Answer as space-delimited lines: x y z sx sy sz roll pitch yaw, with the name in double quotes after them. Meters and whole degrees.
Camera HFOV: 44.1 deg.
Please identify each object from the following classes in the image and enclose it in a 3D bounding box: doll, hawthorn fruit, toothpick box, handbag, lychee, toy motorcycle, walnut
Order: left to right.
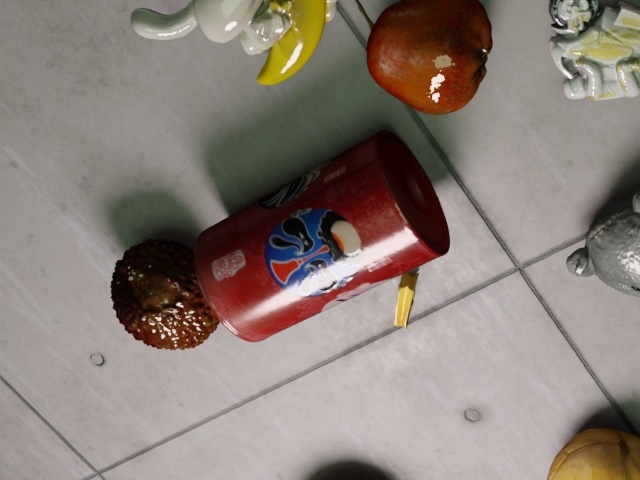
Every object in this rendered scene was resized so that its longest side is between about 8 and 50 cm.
-0.245 0.093 1.314 0.188 0.188 0.188 5 120 9 "lychee"
-0.101 -0.334 1.079 0.237 0.111 0.252 27 121 -22 "doll"
0.000 0.000 1.188 0.333 0.204 0.204 -28 110 25 "toothpick box"
0.139 0.097 1.295 0.027 0.061 0.083 11 122 10 "handbag"
0.123 -0.259 1.058 0.204 0.162 0.162 15 122 21 "hawthorn fruit"
0.480 0.425 1.337 0.193 0.193 0.225 18 121 2 "walnut"
0.388 -0.243 1.048 0.229 0.074 0.151 24 123 -4 "toy motorcycle"
0.547 0.030 1.118 0.341 0.158 0.245 18 133 -2 "doll"
